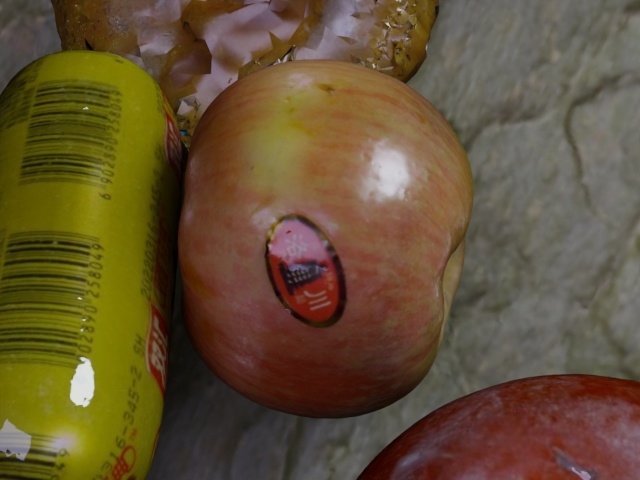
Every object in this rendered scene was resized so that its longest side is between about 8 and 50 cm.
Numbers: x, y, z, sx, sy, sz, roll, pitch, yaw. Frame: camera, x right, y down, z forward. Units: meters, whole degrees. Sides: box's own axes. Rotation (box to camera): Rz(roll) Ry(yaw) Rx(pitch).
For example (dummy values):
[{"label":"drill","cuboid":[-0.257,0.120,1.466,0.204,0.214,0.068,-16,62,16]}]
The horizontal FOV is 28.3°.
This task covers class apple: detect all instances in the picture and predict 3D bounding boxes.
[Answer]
[{"label":"apple","cuboid":[0.000,0.000,0.728,0.164,0.209,0.209,12,89,9]}]

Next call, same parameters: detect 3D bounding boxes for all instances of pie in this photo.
[{"label":"pie","cuboid":[-0.057,-0.165,0.834,0.274,0.069,0.273,0,90,20]}]

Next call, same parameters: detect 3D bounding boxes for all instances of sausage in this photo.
[{"label":"sausage","cuboid":[-0.143,0.018,0.714,0.123,0.123,0.347,-12,50,15]}]

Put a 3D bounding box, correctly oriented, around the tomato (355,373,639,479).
[{"label":"tomato","cuboid":[0.125,0.206,0.667,0.270,0.227,0.270,1,79,-3]}]
